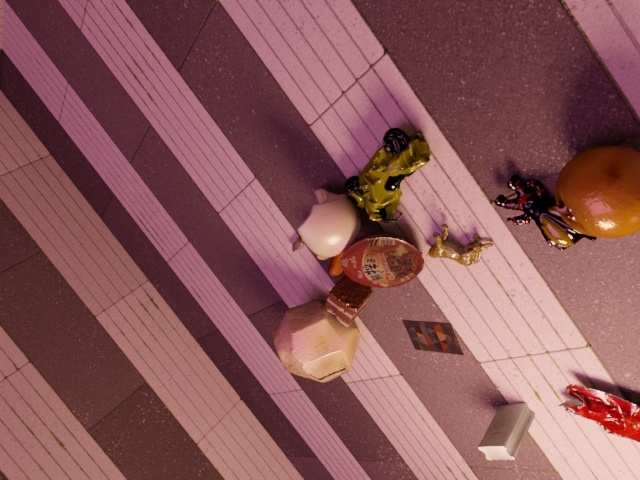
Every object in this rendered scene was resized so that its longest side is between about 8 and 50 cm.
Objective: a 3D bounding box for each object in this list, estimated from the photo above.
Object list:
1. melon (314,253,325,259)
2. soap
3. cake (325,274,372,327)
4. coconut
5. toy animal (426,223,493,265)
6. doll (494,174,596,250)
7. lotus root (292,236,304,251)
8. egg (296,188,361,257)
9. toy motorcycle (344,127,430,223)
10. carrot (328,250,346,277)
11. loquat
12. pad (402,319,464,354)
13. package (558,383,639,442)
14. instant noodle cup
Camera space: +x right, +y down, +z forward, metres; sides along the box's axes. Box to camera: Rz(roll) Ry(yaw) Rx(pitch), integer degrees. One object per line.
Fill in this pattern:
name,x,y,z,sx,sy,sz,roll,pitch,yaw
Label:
melon,0.000,0.000,1.789,0.160,0.079,0.128,104,144,-60
soap,0.627,0.643,1.633,0.067,0.198,0.119,52,142,-2
cake,0.105,0.231,1.863,0.135,0.134,0.147,35,148,18
coconut,-0.005,0.412,1.989,0.352,0.352,0.353,25,136,28
toy animal,0.413,0.031,1.458,0.181,0.073,0.136,17,140,18
doll,0.565,-0.064,1.209,0.248,0.088,0.127,38,140,20
lotus root,-0.088,0.015,1.947,0.083,0.030,0.038,-47,54,48
egg,0.055,-0.066,1.593,0.161,0.271,0.207,-22,109,30
toy motorcycle,0.197,-0.171,1.433,0.206,0.142,0.342,45,143,3
carrot,0.076,0.054,1.792,0.067,0.067,0.225,36,141,17
loquat,0.611,-0.101,1.039,0.208,0.208,0.208,25,136,28
pad,0.407,0.353,1.766,0.211,0.003,0.143,-7,116,46
package,0.850,0.509,1.418,0.269,0.071,0.194,21,148,26
instant noodle cup,0.202,0.044,1.600,0.273,0.091,0.274,3,141,3
